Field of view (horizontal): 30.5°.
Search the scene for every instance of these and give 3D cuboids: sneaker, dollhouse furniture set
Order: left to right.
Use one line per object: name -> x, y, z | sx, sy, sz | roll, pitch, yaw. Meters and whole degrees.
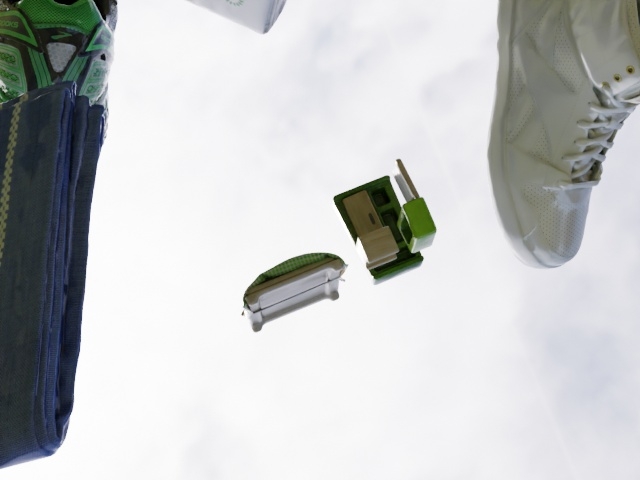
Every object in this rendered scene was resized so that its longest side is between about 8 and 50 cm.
sneaker -> -0.223, -0.209, 1.007 | 0.344, 0.134, 0.146 | -115, -142, -51
dollhouse furniture set -> 0.000, 0.000, 1.751 | 0.301, 0.197, 0.151 | -22, -106, -8
sneaker -> 0.245, -0.110, 1.060 | 0.169, 0.108, 0.293 | 8, -75, 50

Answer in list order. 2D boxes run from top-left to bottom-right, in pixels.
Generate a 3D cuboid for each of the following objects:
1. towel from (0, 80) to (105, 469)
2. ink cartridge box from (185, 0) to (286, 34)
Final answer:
towel -> -0.278, 0.050, 0.736 | 0.335, 0.040, 0.243 | -17, -122, 25
ink cartridge box -> -0.181, -0.286, 0.813 | 0.370, 0.176, 0.069 | 22, -121, -1
